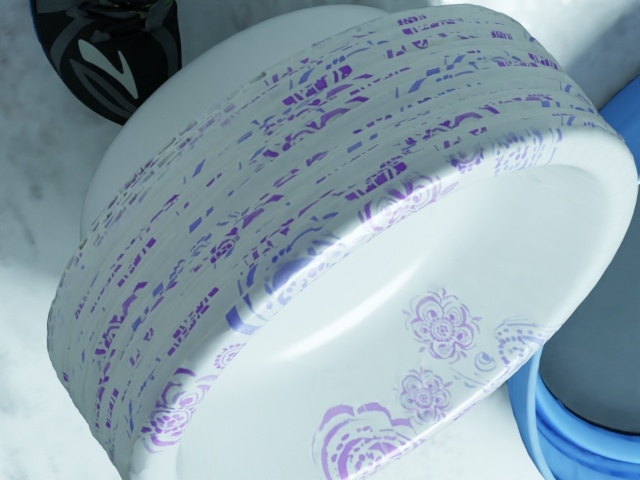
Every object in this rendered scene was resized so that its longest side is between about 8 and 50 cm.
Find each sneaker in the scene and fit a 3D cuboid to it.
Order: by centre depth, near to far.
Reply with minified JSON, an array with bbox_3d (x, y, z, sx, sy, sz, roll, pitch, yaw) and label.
[{"bbox_3d":[-0.094,-0.121,0.872,0.067,0.078,0.188,-16,135,-15],"label":"sneaker"}]

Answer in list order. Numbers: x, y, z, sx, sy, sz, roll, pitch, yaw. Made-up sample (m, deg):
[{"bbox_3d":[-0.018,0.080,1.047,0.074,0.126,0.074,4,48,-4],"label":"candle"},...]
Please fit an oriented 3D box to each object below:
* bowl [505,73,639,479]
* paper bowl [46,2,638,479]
[{"bbox_3d":[0.285,0.016,1.180,0.391,0.077,0.391,-14,133,-16],"label":"bowl"},{"bbox_3d":[0.000,0.000,0.942,0.284,0.148,0.284,-29,153,-17],"label":"paper bowl"}]
